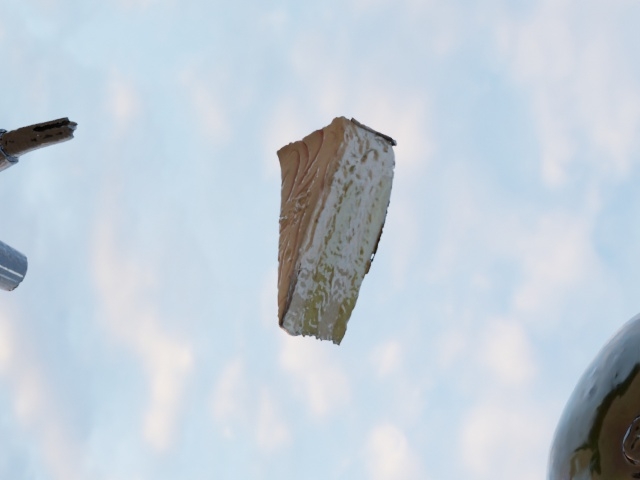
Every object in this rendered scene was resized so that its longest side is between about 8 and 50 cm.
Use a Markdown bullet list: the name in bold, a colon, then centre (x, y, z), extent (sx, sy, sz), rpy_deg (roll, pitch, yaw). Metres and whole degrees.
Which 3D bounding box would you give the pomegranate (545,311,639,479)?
- **pomegranate**: centre (0.215, 0.122, 0.460), extent (0.187, 0.225, 0.187), rpy_deg (-32, -132, 42)

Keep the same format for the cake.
- **cake**: centre (0.000, 0.000, 0.547), extent (0.065, 0.052, 0.121), rpy_deg (-8, -120, 47)

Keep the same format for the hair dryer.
- **hair dryer**: centre (-0.237, -0.034, 0.704), extent (0.219, 0.195, 0.075), rpy_deg (-19, -124, 30)
